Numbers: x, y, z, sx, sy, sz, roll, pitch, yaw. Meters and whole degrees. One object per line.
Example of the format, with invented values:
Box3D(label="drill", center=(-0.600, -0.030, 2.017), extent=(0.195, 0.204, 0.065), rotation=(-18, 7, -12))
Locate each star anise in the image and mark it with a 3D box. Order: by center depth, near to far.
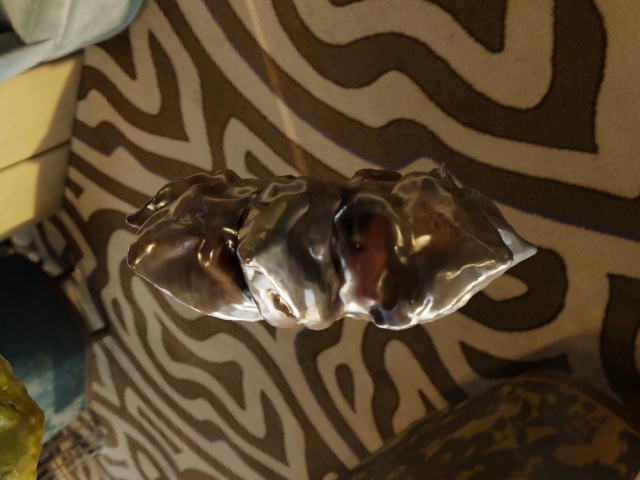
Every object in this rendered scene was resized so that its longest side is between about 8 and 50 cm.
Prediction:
Box3D(label="star anise", center=(0.018, 0.000, 0.522), extent=(0.315, 0.315, 0.108), rotation=(0, 92, 46))

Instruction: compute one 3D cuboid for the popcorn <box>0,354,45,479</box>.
Box3D(label="popcorn", center=(-0.348, 0.165, 0.560), extent=(0.247, 0.282, 0.282), rotation=(-3, 119, 8))
